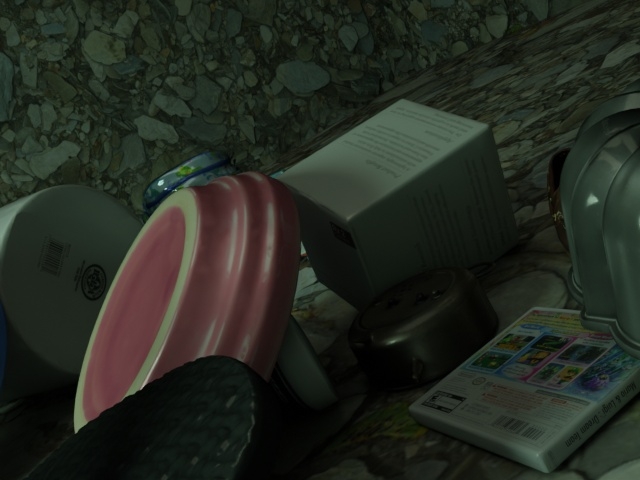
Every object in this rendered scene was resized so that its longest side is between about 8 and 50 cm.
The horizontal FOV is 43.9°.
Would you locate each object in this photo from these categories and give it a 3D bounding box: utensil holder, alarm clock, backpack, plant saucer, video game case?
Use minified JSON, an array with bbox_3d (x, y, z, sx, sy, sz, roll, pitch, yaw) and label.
[{"bbox_3d":[-0.495,0.103,1.333,0.385,0.327,0.327,-17,17,37],"label":"utensil holder"},{"bbox_3d":[0.100,0.064,0.725,0.192,0.064,0.129,-35,13,-38],"label":"alarm clock"},{"bbox_3d":[-0.268,-0.075,1.783,0.290,0.273,0.355,-24,24,-7],"label":"backpack"},{"bbox_3d":[-0.139,0.080,0.739,0.332,0.084,0.332,-45,31,36],"label":"plant saucer"},{"bbox_3d":[0.155,0.096,0.561,0.143,0.019,0.157,-33,12,-20],"label":"video game case"}]

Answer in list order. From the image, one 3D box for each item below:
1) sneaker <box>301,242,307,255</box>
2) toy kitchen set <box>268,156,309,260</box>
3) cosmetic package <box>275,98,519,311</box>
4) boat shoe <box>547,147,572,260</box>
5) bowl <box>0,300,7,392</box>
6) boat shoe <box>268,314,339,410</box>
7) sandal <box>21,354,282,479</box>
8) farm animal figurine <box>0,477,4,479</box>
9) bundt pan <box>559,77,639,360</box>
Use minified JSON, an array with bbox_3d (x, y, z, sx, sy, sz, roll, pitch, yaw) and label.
[{"bbox_3d":[0.000,0.000,1.251,0.065,0.061,0.158,8,0,-31],"label":"sneaker"},{"bbox_3d":[0.035,-0.040,1.039,0.207,0.166,0.122,-19,16,41],"label":"toy kitchen set"},{"bbox_3d":[0.082,-0.032,0.842,0.184,0.151,0.151,-33,33,-16],"label":"cosmetic package"},{"bbox_3d":[0.251,-0.037,0.758,0.073,0.073,0.207,-23,15,12],"label":"boat shoe"},{"bbox_3d":[-0.553,0.213,1.059,0.391,0.077,0.391,-20,57,34],"label":"bowl"},{"bbox_3d":[-0.066,0.118,0.773,0.102,0.108,0.301,-32,10,-11],"label":"boat shoe"},{"bbox_3d":[-0.159,0.218,0.578,0.446,0.107,0.167,-36,24,33],"label":"sandal"},{"bbox_3d":[-0.233,0.223,0.413,0.172,0.330,0.327,15,-19,-36],"label":"farm animal figurine"},{"bbox_3d":[0.304,-0.058,0.512,0.331,0.124,0.331,-24,18,8],"label":"bundt pan"}]
